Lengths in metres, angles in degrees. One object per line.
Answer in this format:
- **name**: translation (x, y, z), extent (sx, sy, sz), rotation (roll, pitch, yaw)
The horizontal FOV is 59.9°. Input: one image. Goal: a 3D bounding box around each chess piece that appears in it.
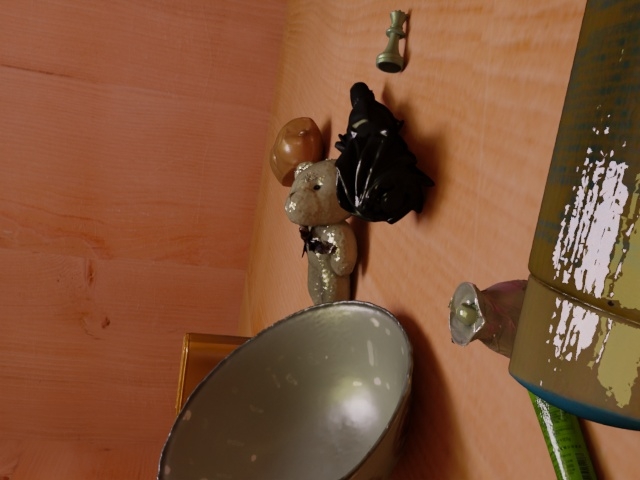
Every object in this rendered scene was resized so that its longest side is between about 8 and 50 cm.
- **chess piece**: translation (0.109, -0.299, 0.825), extent (0.042, 0.042, 0.093), rotation (157, 124, -76)

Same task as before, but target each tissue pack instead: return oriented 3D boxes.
- **tissue pack**: translation (-0.196, 0.332, 1.325), extent (0.145, 0.275, 0.194), rotation (171, 105, -76)

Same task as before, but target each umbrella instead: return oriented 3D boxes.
- **umbrella**: translation (0.071, -0.144, 0.775), extent (0.340, 0.118, 0.118), rotation (-93, 15, -51)

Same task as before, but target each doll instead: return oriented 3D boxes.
- **doll**: translation (0.001, 0.001, 0.952), extent (0.175, 0.149, 0.278), rotation (6, 104, 40)

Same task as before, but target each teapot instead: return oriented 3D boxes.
- **teapot**: translation (0.135, 0.059, 0.440), extent (0.083, 0.064, 0.064), rotation (-160, 78, -77)

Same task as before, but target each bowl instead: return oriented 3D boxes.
- **bowl**: translation (-0.012, 0.240, 0.678), extent (0.157, 0.337, 0.337), rotation (58, -176, -24)

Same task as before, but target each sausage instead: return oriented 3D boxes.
- **sausage**: translation (-0.058, -0.213, 1.355), extent (0.241, 0.120, 0.136), rotation (155, 110, -75)

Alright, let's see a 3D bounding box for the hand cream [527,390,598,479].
- **hand cream**: translation (0.162, 0.132, 0.371), extent (0.036, 0.023, 0.121), rotation (-46, 33, 37)

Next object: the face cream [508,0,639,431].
- **face cream**: translation (0.174, -0.033, 0.302), extent (0.139, 0.067, 0.284), rotation (-132, 50, -75)
